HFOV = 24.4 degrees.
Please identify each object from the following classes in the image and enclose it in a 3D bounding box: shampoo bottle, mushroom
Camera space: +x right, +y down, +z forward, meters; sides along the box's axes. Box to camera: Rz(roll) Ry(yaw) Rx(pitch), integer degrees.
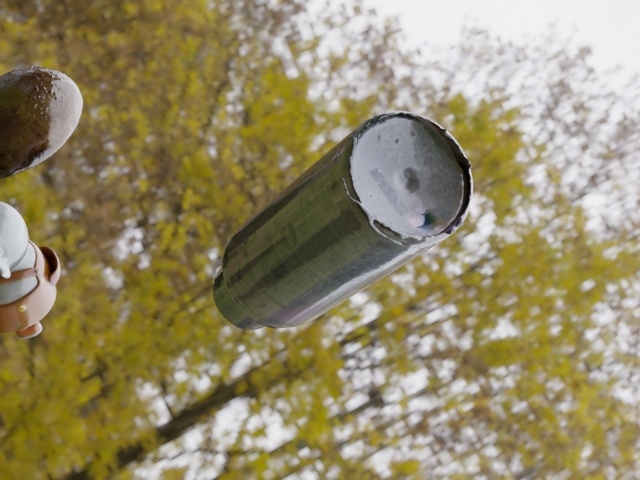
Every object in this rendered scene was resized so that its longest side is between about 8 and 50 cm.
[{"bbox_3d":[0.000,0.000,0.751,0.072,0.072,0.214,62,-29,4],"label":"shampoo bottle"},{"bbox_3d":[-0.271,-0.102,1.342,0.127,0.127,0.087,14,-28,50],"label":"mushroom"}]

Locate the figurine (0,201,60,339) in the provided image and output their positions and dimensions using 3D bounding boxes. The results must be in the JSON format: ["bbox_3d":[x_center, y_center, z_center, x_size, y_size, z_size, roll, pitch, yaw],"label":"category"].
[{"bbox_3d":[-0.439,0.028,1.985,0.143,0.143,0.271,31,-16,40],"label":"figurine"}]
